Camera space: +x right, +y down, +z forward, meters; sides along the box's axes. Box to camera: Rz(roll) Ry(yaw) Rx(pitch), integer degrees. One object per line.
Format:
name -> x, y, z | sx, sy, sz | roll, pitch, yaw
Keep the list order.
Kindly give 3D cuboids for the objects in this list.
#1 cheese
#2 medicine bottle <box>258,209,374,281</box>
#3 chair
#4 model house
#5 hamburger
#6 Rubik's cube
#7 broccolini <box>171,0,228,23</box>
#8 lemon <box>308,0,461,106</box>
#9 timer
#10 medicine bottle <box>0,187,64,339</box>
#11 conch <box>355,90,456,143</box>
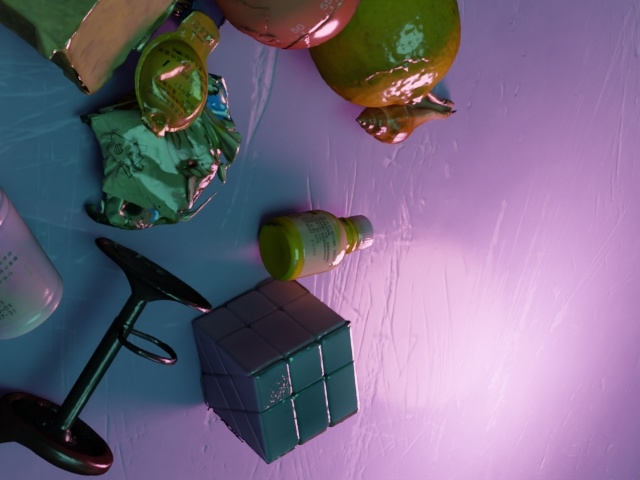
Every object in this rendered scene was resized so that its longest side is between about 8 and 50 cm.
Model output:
cheese -> -0.209, -0.272, 1.659 | 0.156, 0.064, 0.250 | 44, 65, -48
medicine bottle -> 0.000, 0.000, 2.056 | 0.212, 0.122, 0.122 | -13, 121, -35
chair -> -0.378, 0.218, 1.794 | 0.226, 0.226, 0.401 | 32, 92, -45
model house -> -0.342, -0.397, 1.478 | 0.321, 0.266, 0.261 | -55, 178, -10
hamburger -> -0.243, -0.126, 1.764 | 0.260, 0.150, 0.276 | -17, 124, -31
Rubik's cube -> -0.084, 0.238, 2.049 | 0.224, 0.221, 0.231 | -26, 128, -27
broccolini -> -0.248, -0.332, 1.683 | 0.271, 0.062, 0.123 | -24, 129, -40
lemon -> 0.102, -0.363, 1.832 | 0.293, 0.293, 0.293 | -20, 125, -31
timer -> -0.049, -0.408, 1.651 | 0.214, 0.229, 0.230 | 14, 104, -50
medicine bottle -> -0.507, 0.012, 1.618 | 0.152, 0.152, 0.254 | -38, 132, -17
conch -> 0.161, -0.247, 2.088 | 0.330, 0.093, 0.109 | -20, 109, -55
